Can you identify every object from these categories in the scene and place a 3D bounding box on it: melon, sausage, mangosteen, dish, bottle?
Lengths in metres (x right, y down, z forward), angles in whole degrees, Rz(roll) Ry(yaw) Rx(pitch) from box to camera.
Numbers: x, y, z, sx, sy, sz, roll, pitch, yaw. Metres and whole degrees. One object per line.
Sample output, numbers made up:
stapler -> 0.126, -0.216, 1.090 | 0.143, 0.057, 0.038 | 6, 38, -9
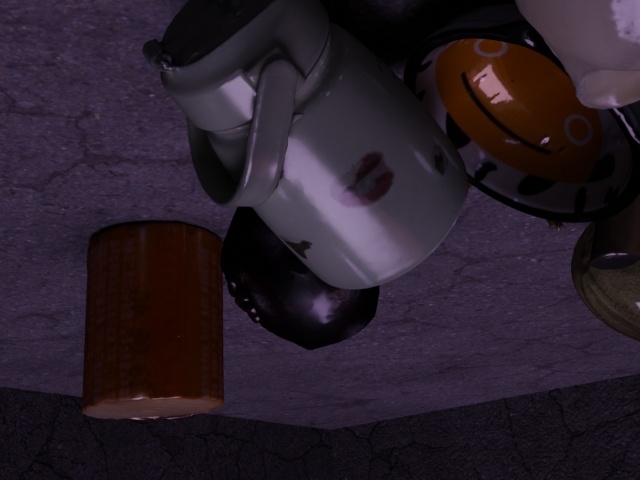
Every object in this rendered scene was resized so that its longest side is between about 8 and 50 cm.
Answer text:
melon -> 0.554, 0.049, 1.624 | 0.329, 0.248, 0.248 | 6, 160, -13
sausage -> -0.271, 0.140, 1.703 | 0.233, 0.287, 0.233 | -2, 160, -1
mangosteen -> -0.005, 0.000, 1.448 | 0.233, 0.287, 0.287 | 23, 165, 12
dish -> 0.233, -0.152, 1.092 | 0.303, 0.120, 0.303 | 29, 155, 15
bottle -> -0.028, -0.119, 1.034 | 0.229, 0.229, 0.352 | -15, 137, 33

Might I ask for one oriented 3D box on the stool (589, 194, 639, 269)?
stool -> 0.461, -0.107, 1.187 | 0.310, 0.226, 0.310 | 2, 160, -8

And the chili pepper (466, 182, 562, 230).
chili pepper -> 0.130, -0.101, 1.292 | 0.338, 0.134, 0.131 | 3, -157, -7

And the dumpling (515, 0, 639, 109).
dumpling -> 0.289, -0.278, 0.790 | 0.315, 0.233, 0.395 | -34, 145, -5
